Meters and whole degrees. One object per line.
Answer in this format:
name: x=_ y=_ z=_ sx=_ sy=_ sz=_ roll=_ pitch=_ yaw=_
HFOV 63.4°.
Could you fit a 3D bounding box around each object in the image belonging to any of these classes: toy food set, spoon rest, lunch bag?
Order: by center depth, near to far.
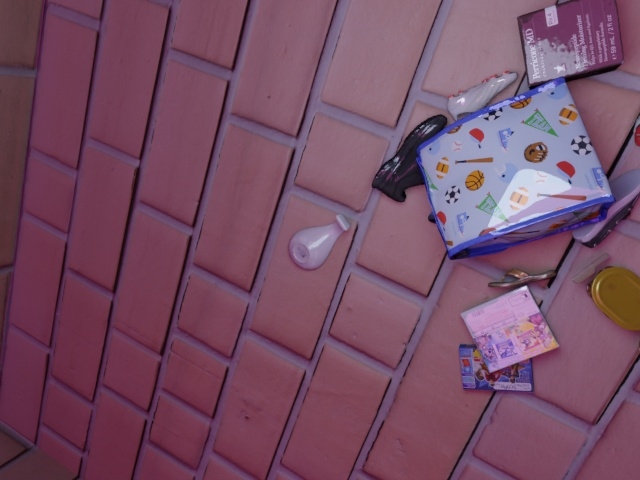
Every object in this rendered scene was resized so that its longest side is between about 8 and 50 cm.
lunch bag: x=0.456 y=-0.153 z=1.283 sx=0.386 sy=0.239 sz=0.327 roll=-20 pitch=70 yaw=18
toy food set: x=0.770 y=0.137 z=1.361 sx=0.218 sy=0.071 sz=0.128 roll=45 pitch=91 yaw=6
spoon rest: x=0.000 y=0.000 z=1.661 sx=0.276 sy=0.084 sz=0.137 roll=-36 pitch=85 yaw=39

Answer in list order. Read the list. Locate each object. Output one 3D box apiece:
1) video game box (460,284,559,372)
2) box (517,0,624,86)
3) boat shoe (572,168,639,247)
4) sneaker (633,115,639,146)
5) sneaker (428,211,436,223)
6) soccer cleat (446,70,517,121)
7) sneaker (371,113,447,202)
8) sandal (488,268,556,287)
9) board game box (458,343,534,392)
video game box: x=0.534 y=0.250 z=1.470 sx=0.205 sy=0.048 sz=0.187 roll=-28 pitch=77 yaw=22
box: x=0.591 y=-0.468 z=1.235 sx=0.203 sy=0.167 sz=0.168 roll=-9 pitch=98 yaw=25
boat shoe: x=0.744 y=-0.074 z=1.313 sx=0.076 sy=0.080 sz=0.228 roll=34 pitch=99 yaw=-24
sneaker: x=0.889 y=-0.239 z=1.215 sx=0.279 sy=0.107 sz=0.118 roll=17 pitch=127 yaw=22
sneaker: x=0.406 y=-0.096 z=1.467 sx=0.209 sy=0.069 sz=0.082 roll=-10 pitch=70 yaw=31
soccer cleat: x=0.434 y=-0.386 z=1.383 sx=0.196 sy=0.068 sz=0.076 roll=-20 pitch=98 yaw=33
sneaker: x=0.273 y=-0.230 z=1.477 sx=0.130 sy=0.109 sz=0.286 roll=39 pitch=121 yaw=0
sandal: x=0.556 y=0.099 z=1.441 sx=0.180 sy=0.072 sz=0.049 roll=-17 pitch=79 yaw=24
board game box: x=0.519 y=0.377 z=1.536 sx=0.201 sy=0.035 sz=0.136 roll=-4 pitch=100 yaw=24
